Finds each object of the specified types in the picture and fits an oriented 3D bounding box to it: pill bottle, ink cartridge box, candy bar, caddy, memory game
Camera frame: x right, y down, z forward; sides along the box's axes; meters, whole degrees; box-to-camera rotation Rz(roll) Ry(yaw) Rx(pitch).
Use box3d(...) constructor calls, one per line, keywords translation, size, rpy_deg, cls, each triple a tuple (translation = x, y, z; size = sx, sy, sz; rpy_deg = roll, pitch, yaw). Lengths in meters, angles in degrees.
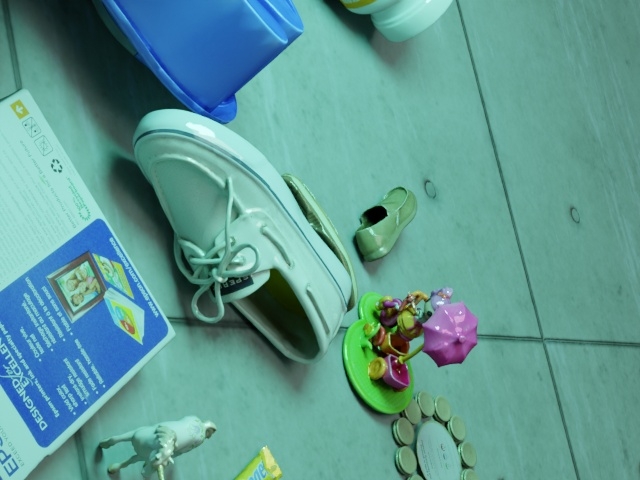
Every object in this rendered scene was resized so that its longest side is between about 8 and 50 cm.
box3d(translation=(0.060, -0.420, 2.105), size=(0.278, 0.162, 0.162), rpy_deg=(46, 40, -28), cls="pill bottle")
box3d(translation=(-0.307, 0.043, 1.435), size=(0.303, 0.072, 0.307), rpy_deg=(61, 37, -11), cls="ink cartridge box")
box3d(translation=(-0.089, 0.280, 1.637), size=(0.040, 0.018, 0.161), rpy_deg=(62, 34, -8), cls="candy bar")
box3d(translation=(-0.174, -0.294, 1.708), size=(0.341, 0.179, 0.241), rpy_deg=(55, 15, -6), cls="caddy")
box3d(translation=(0.153, 0.287, 1.967), size=(0.186, 0.012, 0.186), rpy_deg=(30, 49, -42), cls="memory game")

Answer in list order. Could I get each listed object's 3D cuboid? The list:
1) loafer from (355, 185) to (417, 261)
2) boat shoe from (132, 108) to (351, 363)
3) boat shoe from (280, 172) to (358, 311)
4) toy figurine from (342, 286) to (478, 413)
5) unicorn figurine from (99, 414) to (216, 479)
box3d(translation=(0.088, -0.032, 2.019), size=(0.050, 0.056, 0.148), rpy_deg=(58, 35, -25), cls="loafer")
box3d(translation=(-0.098, 0.020, 1.689), size=(0.367, 0.136, 0.156), rpy_deg=(52, 39, -37), cls="boat shoe")
box3d(translation=(0.000, 0.000, 1.879), size=(0.190, 0.068, 0.072), rpy_deg=(66, 23, -2), cls="boat shoe")
box3d(translation=(0.129, 0.114, 1.893), size=(0.130, 0.159, 0.173), rpy_deg=(30, 46, -35), cls="toy figurine")
box3d(translation=(-0.162, 0.205, 1.496), size=(0.162, 0.111, 0.060), rpy_deg=(-33, 99, -55), cls="unicorn figurine")
